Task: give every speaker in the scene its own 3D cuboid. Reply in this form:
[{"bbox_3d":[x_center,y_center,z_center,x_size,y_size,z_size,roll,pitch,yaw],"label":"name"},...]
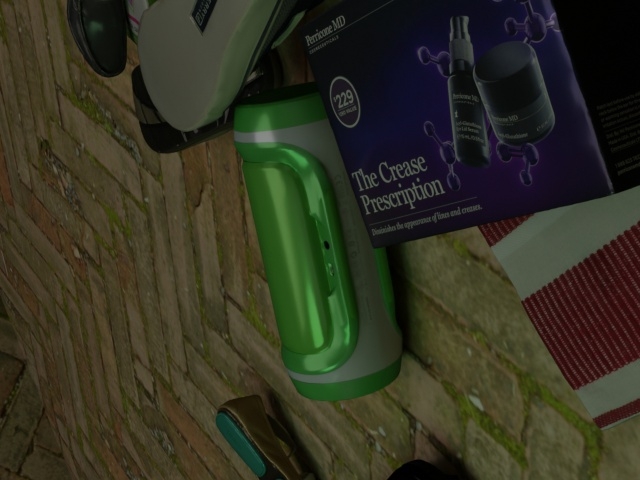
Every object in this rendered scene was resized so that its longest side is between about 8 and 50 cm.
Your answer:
[{"bbox_3d":[0.000,0.000,1.071,0.131,0.131,0.296,14,120,58],"label":"speaker"}]

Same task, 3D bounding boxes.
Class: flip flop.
[{"bbox_3d":[-0.129,-0.169,1.263,0.277,0.080,0.112,-9,95,47],"label":"flip flop"}]

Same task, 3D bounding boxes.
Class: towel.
[{"bbox_3d":[0.192,-0.043,0.790,0.329,0.037,0.237,62,150,12],"label":"towel"}]

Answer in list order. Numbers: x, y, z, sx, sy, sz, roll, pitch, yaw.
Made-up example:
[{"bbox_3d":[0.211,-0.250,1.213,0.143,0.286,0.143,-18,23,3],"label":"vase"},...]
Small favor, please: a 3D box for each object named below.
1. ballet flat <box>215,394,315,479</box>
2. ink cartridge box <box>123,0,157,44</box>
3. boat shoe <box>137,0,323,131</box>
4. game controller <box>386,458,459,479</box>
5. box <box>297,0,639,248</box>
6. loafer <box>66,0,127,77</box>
[{"bbox_3d":[-0.047,0.297,1.413,0.232,0.073,0.080,57,142,12],"label":"ballet flat"},{"bbox_3d":[-0.171,-0.334,1.151,0.189,0.097,0.255,-135,32,-61],"label":"ink cartridge box"},{"bbox_3d":[-0.051,-0.214,0.990,0.127,0.158,0.340,61,152,5],"label":"boat shoe"},{"bbox_3d":[0.102,0.352,1.176,0.166,0.067,0.319,59,151,22],"label":"game controller"},{"bbox_3d":[0.111,-0.107,0.749,0.261,0.103,0.184,-16,92,60],"label":"box"},{"bbox_3d":[-0.242,-0.258,1.184,0.061,0.062,0.170,27,132,64],"label":"loafer"}]
